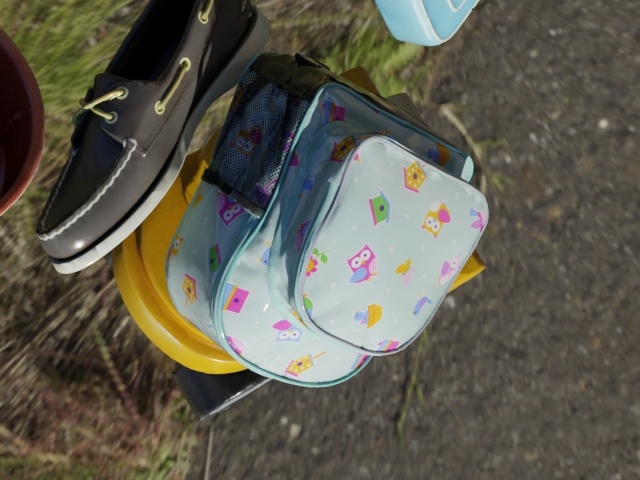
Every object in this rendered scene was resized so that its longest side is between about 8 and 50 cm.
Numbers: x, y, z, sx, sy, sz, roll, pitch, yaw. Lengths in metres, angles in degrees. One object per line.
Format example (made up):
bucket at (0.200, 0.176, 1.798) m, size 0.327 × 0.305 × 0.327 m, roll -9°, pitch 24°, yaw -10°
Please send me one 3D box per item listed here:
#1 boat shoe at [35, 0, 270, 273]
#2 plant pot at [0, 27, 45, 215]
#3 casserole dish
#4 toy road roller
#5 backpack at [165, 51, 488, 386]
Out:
boat shoe at (-0.115, -0.082, 0.937) m, size 0.081 × 0.228 × 0.069 m, roll -1°, pitch 138°, yaw 44°
plant pot at (-0.398, -0.044, 1.260) m, size 0.272 × 0.272 × 0.265 m, roll 33°, pitch 140°, yaw -4°
casserole dish at (0.090, -0.208, 1.122) m, size 0.037 × 0.188 × 0.114 m, roll 34°, pitch 86°, yaw 19°
toy road roller at (-0.006, -0.018, 1.178) m, size 0.329 × 0.240 × 0.202 m, roll -28°, pitch 84°, yaw -27°
backpack at (0.000, 0.000, 0.947) m, size 0.166 × 0.144 × 0.188 m, roll 24°, pitch 102°, yaw -44°
